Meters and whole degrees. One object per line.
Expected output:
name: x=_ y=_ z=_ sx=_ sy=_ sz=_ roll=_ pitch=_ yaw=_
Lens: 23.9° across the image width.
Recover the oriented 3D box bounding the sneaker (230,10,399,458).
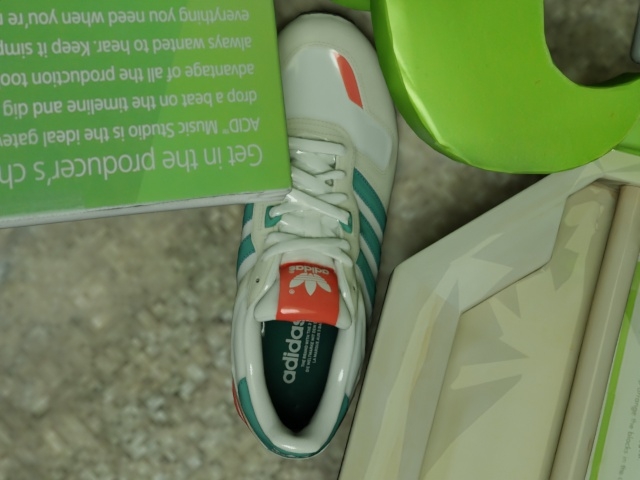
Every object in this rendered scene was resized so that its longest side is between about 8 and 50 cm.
sneaker: x=0.000 y=0.000 z=0.532 sx=0.057 sy=0.075 sz=0.161 roll=7 pitch=96 yaw=-6

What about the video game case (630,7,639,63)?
video game case: x=0.207 y=-0.122 z=0.567 sx=0.157 sy=0.019 sz=0.143 roll=10 pitch=95 yaw=-6

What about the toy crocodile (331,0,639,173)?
toy crocodile: x=0.030 y=-0.185 z=0.472 sx=0.105 sy=0.115 sz=0.340 roll=-7 pitch=82 yaw=-1

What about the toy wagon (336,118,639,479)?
toy wagon: x=0.177 y=0.108 z=0.510 sx=0.345 sy=0.068 sz=0.267 roll=15 pitch=85 yaw=0

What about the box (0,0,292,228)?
box: x=-0.129 y=-0.159 z=0.443 sx=0.232 sy=0.058 sz=0.321 roll=-7 pitch=92 yaw=-38
